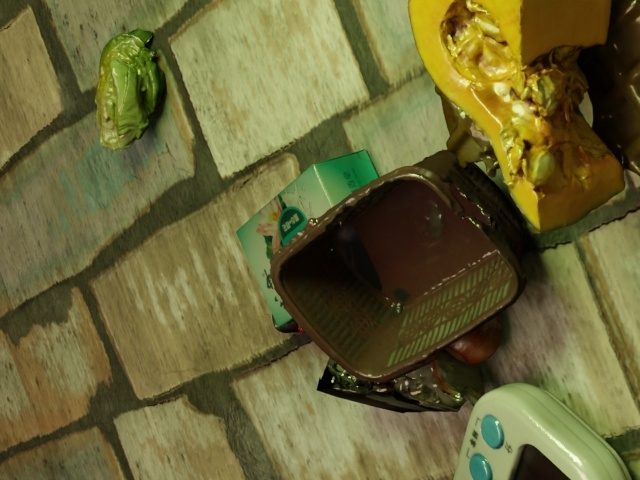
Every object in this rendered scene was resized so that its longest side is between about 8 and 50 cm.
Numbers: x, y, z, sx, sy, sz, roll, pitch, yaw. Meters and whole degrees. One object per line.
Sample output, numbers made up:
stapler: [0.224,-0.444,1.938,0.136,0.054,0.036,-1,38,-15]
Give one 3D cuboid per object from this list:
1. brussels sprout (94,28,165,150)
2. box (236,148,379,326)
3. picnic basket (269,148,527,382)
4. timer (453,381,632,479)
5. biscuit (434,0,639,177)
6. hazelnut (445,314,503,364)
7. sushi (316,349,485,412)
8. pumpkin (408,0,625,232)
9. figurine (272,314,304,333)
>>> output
brussels sprout: [-0.298,-0.228,2.305,0.139,0.100,0.181,42,139,50]
box: [0.000,0.000,1.999,0.245,0.092,0.153,-39,74,54]
picnic basket: [0.099,0.017,1.752,0.222,0.129,0.297,47,129,-9]
timer: [0.263,0.309,1.785,0.237,0.087,0.262,42,136,36]
biscuit: [0.254,-0.186,1.541,0.366,0.115,0.268,8,111,51]
hazelnut: [0.180,0.105,1.820,0.086,0.086,0.086,28,127,45]
sushi: [0.113,0.153,1.905,0.273,0.134,0.109,-15,61,65]
pumpkin: [0.209,-0.176,1.389,0.280,0.139,0.190,58,144,16]
figurine: [-0.044,0.082,2.143,0.060,0.047,0.106,-10,89,34]
